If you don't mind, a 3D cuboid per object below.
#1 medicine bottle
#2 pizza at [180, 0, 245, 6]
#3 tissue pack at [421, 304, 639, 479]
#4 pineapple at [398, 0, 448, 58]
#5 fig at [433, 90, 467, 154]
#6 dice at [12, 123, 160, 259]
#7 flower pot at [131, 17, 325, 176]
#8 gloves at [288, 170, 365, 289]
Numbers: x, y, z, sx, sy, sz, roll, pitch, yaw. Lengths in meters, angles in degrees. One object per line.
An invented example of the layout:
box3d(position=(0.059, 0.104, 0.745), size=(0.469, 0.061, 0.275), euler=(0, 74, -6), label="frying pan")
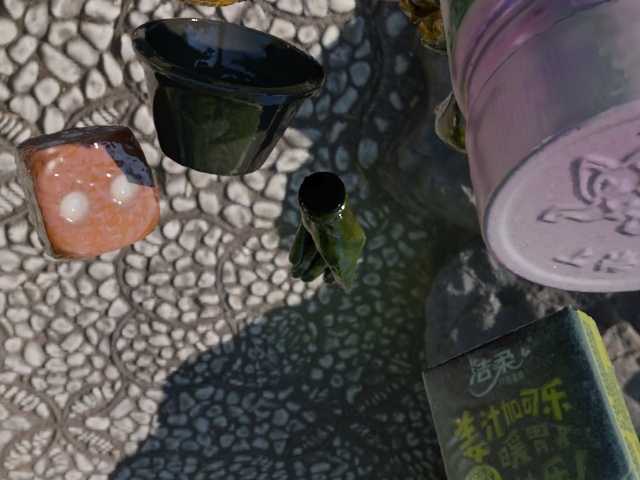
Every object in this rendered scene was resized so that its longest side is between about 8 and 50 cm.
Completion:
box3d(position=(0.192, -0.152, 0.565), size=(0.212, 0.325, 0.212), euler=(-1, 148, -1), label="medicine bottle")
box3d(position=(-0.131, -0.587, 1.313), size=(0.130, 0.440, 0.406), euler=(21, 120, 17), label="pizza")
box3d(position=(0.216, 0.217, 0.795), size=(0.185, 0.257, 0.081), euler=(-29, 144, 28), label="tissue pack")
box3d(position=(0.175, -0.239, 0.866), size=(0.286, 0.344, 0.209), euler=(-3, 80, -24), label="pineapple")
box3d(position=(0.282, -0.231, 1.515), size=(0.127, 0.185, 0.132), euler=(13, 104, 0), label="fig")
box3d(position=(-0.354, -0.077, 1.231), size=(0.179, 0.174, 0.174), euler=(-16, 109, -25), label="dice")
box3d(position=(-0.139, -0.197, 1.150), size=(0.269, 0.269, 0.166), euler=(5, 123, -14), label="flower pot")
box3d(position=(0.012, -0.008, 1.214), size=(0.107, 0.135, 0.268), euler=(-24, 154, -18), label="gloves")
